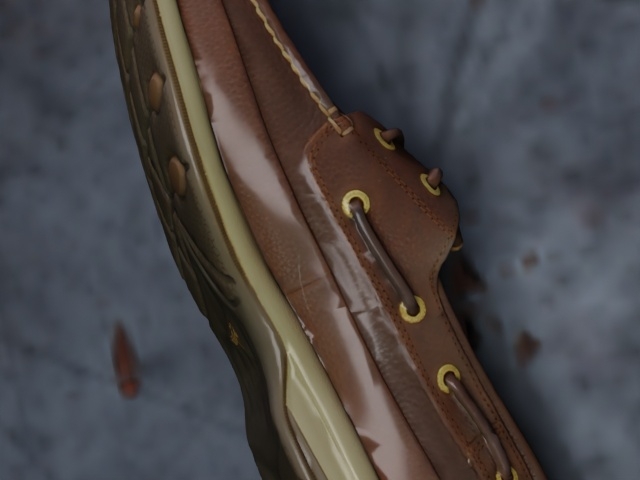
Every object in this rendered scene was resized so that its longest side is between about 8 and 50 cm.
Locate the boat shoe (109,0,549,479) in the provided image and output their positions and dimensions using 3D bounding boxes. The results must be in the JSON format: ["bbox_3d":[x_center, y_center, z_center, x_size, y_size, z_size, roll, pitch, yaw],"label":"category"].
[{"bbox_3d":[0.000,0.000,0.433,0.060,0.064,0.178,-21,88,-13],"label":"boat shoe"}]
